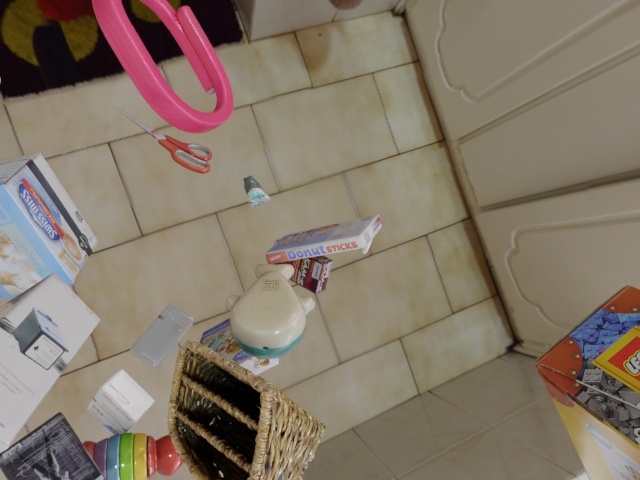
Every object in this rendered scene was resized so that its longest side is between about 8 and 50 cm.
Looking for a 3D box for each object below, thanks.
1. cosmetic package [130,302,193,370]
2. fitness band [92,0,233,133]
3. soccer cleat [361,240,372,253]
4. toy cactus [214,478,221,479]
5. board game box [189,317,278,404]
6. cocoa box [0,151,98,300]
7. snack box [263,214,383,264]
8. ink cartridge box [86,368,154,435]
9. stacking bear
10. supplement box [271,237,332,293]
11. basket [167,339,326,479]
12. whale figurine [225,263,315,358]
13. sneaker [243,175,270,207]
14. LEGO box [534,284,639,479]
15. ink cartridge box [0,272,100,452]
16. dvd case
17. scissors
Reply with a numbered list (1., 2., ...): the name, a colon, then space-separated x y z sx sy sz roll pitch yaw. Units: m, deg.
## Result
1. cosmetic package: -0.639 0.390 1.770 0.127 0.107 0.238 32 56 1
2. fitness band: -0.264 -0.324 0.758 0.054 0.209 0.291 -23 105 29
3. soccer cleat: 0.173 0.013 1.617 0.029 0.036 0.083 23 53 15
4. toy cactus: -0.171 0.458 0.653 0.112 0.219 0.180 30 56 -15
5. board game box: -0.275 0.346 1.427 0.318 0.318 0.066 -30 112 11
6. cocoa box: -0.874 -0.039 1.275 0.231 0.228 0.347 -14 124 2
7. snack box: 0.000 0.000 0.637 0.064 0.178 0.022 -47 118 -47
8. ink cartridge box: -0.622 0.510 1.354 0.148 0.203 0.086 45 38 -1
9. stacking bear: -0.548 0.657 1.302 0.289 0.175 0.164 -2 79 -21
10. supplement box: -0.079 0.092 1.663 0.073 0.239 0.130 -16 124 -53
11. basket: -0.186 0.363 0.851 0.213 0.299 0.223 -57 134 -22
12. whale figurine: -0.122 0.169 1.066 0.216 0.272 0.141 0 126 -2
13. sneaker: -0.194 -0.148 1.295 0.065 0.166 0.076 -24 84 -7
14. LEGO box: 0.555 0.357 0.567 0.193 0.372 0.500 -37 117 -5
15. ink cartridge box: -0.323 0.132 0.417 0.139 0.191 0.082 -31 112 7
16. dvd case: -0.673 0.575 1.092 0.164 0.018 0.221 -35 78 -28
17. scissors: -0.417 -0.263 1.126 0.297 0.021 0.109 26 42 -14
